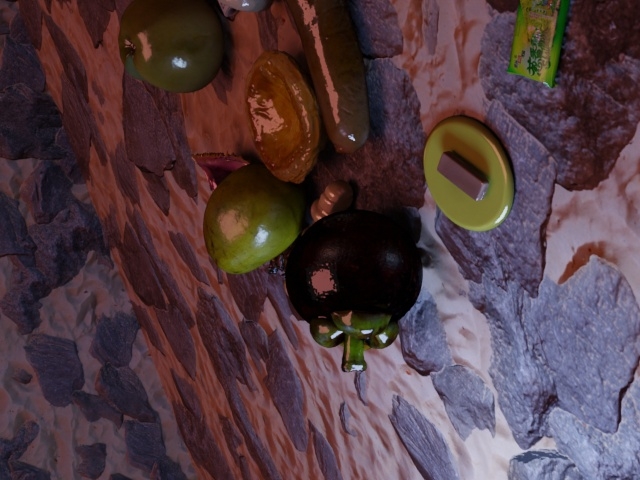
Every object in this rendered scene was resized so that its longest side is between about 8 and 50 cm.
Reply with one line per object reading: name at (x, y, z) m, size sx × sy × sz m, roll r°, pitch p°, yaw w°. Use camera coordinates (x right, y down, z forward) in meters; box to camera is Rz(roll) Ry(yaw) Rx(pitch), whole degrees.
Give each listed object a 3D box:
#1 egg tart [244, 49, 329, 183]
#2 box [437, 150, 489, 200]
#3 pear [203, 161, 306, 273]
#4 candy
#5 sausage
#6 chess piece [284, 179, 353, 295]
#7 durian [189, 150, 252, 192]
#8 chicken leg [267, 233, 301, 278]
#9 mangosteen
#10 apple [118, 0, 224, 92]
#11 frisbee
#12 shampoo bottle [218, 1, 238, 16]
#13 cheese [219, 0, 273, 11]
egg tart at (-0.065, -0.296, 1.731) m, size 0.319 × 0.128 × 0.319 m, roll 30°, pitch 128°, yaw 46°
box at (0.274, -0.125, 1.398) m, size 0.115 × 0.025 × 0.048 m, roll 44°, pitch 136°, yaw 33°
pear at (-0.176, -0.059, 1.897) m, size 0.307 × 0.252 × 0.253 m, roll -45°, pitch 68°, yaw 23°
candy at (0.351, -0.341, 1.174) m, size 0.102 × 0.032 × 0.179 m, roll 35°, pitch 136°, yaw 41°
sausage at (0.010, -0.431, 1.536) m, size 0.136 × 0.123 × 0.501 m, roll -15°, pitch 99°, yaw 28°
chess piece at (0.000, 0.000, 1.845) m, size 0.117 × 0.117 × 0.397 m, roll 49°, pitch 142°, yaw 27°
durian at (-0.222, -0.145, 2.069) m, size 0.186 × 0.153 × 0.261 m, roll -8°, pitch 101°, yaw 35°
chicken leg at (-0.097, 0.031, 2.046) m, size 0.105 × 0.063 × 0.234 m, roll 49°, pitch 143°, yaw 19°
mangosteen at (0.070, 0.088, 1.600) m, size 0.330 × 0.330 × 0.330 m, roll 34°, pitch 135°, yaw 42°
apple at (-0.409, -0.539, 1.980) m, size 0.292 × 0.254 × 0.292 m, roll 26°, pitch 125°, yaw 45°
frisbee at (0.283, -0.128, 1.424) m, size 0.236 × 0.017 × 0.236 m, roll 34°, pitch 136°, yaw 41°
shampoo bottle at (-0.242, -0.636, 1.867) m, size 0.072 × 0.043 × 0.099 m, roll -34°, pitch 79°, yaw 57°
cheese at (-0.223, -0.649, 1.718) m, size 0.247 × 0.173 × 0.252 m, roll 3°, pitch 117°, yaw 54°
